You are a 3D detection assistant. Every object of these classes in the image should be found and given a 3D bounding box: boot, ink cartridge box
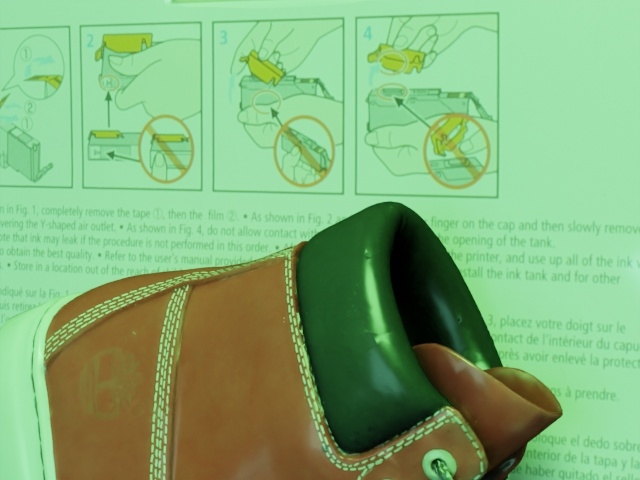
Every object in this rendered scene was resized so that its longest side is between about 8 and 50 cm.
[{"bbox_3d":[-0.002,0.119,0.572,0.176,0.088,0.244,-16,79,29],"label":"boot"},{"bbox_3d":[0.000,0.000,0.653,0.296,0.066,0.261,3,91,31],"label":"ink cartridge box"}]
